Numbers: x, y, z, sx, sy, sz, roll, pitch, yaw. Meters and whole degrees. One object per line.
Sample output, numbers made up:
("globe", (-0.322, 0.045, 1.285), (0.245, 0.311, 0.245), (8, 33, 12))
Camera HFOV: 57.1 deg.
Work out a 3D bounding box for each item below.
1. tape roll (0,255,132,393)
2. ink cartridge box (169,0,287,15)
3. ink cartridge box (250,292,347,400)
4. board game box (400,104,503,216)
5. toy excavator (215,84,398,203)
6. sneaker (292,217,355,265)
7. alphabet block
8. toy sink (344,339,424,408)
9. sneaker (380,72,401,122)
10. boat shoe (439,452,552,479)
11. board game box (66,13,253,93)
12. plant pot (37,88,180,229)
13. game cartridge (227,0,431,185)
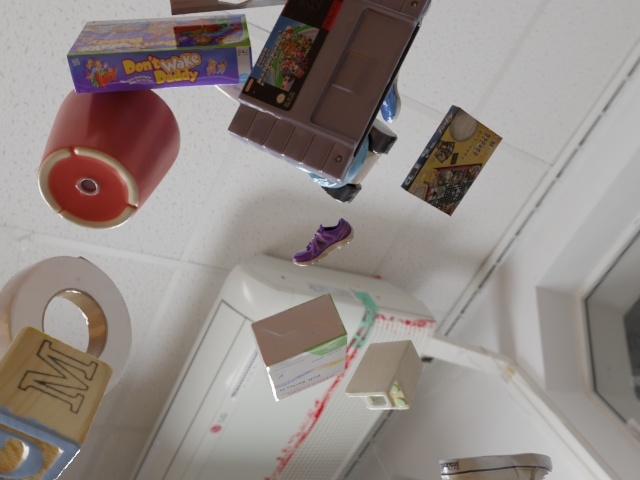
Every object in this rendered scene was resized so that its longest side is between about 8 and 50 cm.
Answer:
("tape roll", (-0.657, 0.230, 1.532), (0.072, 0.392, 0.392), (-18, -43, 24))
("ink cartridge box", (-0.166, -0.561, 1.174), (0.296, 0.066, 0.261), (-11, -7, -12))
("ink cartridge box", (-0.047, 0.288, 1.483), (0.207, 0.119, 0.353), (-21, -28, -10))
("board game box", (0.339, -0.202, 1.520), (0.165, 0.042, 0.243), (26, -77, -28))
("toy excavator", (-0.087, -0.325, 1.483), (0.445, 0.433, 0.222), (6, -50, -47))
("sneaker", (0.000, 0.000, 1.449), (0.170, 0.068, 0.071), (-33, -70, 5))
("alphabet block", (-0.530, 0.312, 1.077), (0.193, 0.197, 0.192), (34, -65, -19))
("toy sink", (0.202, 0.433, 1.807), (0.152, 0.234, 0.131), (-13, -66, 33))
("sneaker", (0.109, -0.284, 1.128), (0.084, 0.058, 0.152), (-27, -38, -21))
("boat shoe", (0.431, 0.587, 1.382), (0.367, 0.157, 0.136), (14, -29, -38))
("board game box", (-0.320, -0.395, 1.227), (0.347, 0.233, 0.078), (-6, -54, -7))
("plant pot", (-0.449, -0.170, 1.229), (0.274, 0.243, 0.275), (0, -53, 0))
("game cartridge", (0.011, -0.297, 0.999), (0.355, 0.230, 0.068), (-64, -10, -4))
